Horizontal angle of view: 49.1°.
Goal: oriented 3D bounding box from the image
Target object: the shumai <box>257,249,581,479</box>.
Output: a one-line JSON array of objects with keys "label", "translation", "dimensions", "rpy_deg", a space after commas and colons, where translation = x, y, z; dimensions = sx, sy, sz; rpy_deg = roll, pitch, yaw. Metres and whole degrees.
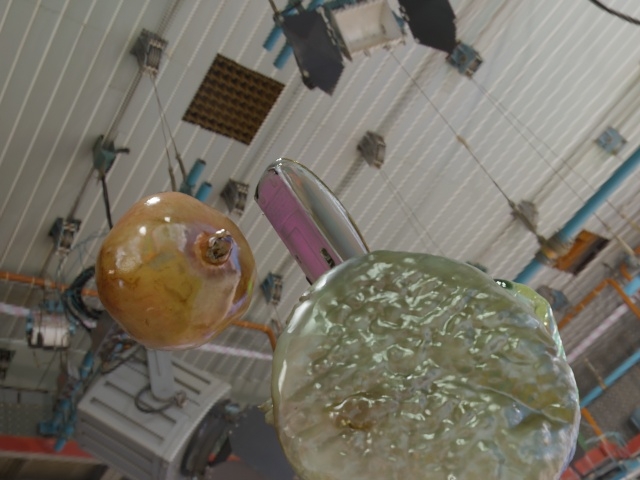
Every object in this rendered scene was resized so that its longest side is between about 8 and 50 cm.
[{"label": "shumai", "translation": [0.056, 0.110, 0.454], "dimensions": [0.201, 0.201, 0.120], "rpy_deg": [-13, -42, -12]}]

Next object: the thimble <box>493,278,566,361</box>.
[{"label": "thimble", "translation": [0.311, 0.207, 1.292], "dimensions": [0.288, 0.254, 0.167], "rpy_deg": [3, -40, 39]}]

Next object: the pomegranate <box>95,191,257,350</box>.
[{"label": "pomegranate", "translation": [-0.221, 0.045, 1.116], "dimensions": [0.270, 0.229, 0.252], "rpy_deg": [-20, -74, 41]}]

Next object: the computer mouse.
[{"label": "computer mouse", "translation": [0.000, 0.000, 1.194], "dimensions": [0.072, 0.310, 0.158], "rpy_deg": [-29, -10, -33]}]
